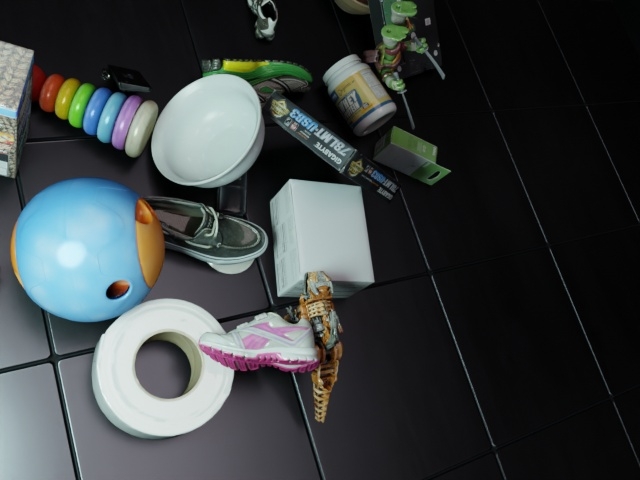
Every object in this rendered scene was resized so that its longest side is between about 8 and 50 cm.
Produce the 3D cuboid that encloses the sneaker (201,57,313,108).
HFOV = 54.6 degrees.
[{"bbox_3d":[-0.168,-0.418,1.684,0.343,0.134,0.146,-11,111,-37],"label":"sneaker"}]

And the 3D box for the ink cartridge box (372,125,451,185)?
[{"bbox_3d":[0.271,-0.245,1.822,0.209,0.109,0.062,22,62,-17],"label":"ink cartridge box"}]

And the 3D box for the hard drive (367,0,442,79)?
[{"bbox_3d":[0.261,-0.689,1.938,0.237,0.064,0.339,-27,115,-32],"label":"hard drive"}]

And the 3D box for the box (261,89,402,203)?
[{"bbox_3d":[0.032,-0.227,1.548,0.295,0.073,0.293,40,9,28],"label":"box"}]

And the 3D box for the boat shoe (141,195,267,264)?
[{"bbox_3d":[-0.277,-0.024,1.430,0.335,0.119,0.121,8,66,-18],"label":"boat shoe"}]

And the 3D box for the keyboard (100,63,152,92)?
[{"bbox_3d":[-0.476,-0.389,1.492,0.108,0.023,0.180,5,24,-30],"label":"keyboard"}]

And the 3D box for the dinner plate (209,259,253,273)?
[{"bbox_3d":[-0.223,0.013,1.519,0.141,0.017,0.141,9,67,-23],"label":"dinner plate"}]

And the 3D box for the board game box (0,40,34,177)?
[{"bbox_3d":[-0.709,-0.272,1.228,0.232,0.291,0.141,13,64,-22],"label":"board game box"}]

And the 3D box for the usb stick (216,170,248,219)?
[{"bbox_3d":[-0.222,-0.182,1.585,0.077,0.045,0.278,6,67,-15],"label":"usb stick"}]

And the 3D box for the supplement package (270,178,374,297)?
[{"bbox_3d":[0.000,0.000,1.561,0.204,0.145,0.262,3,68,-25],"label":"supplement package"}]

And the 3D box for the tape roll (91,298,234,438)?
[{"bbox_3d":[-0.331,0.269,1.308,0.286,0.100,0.286,10,66,-23],"label":"tape roll"}]

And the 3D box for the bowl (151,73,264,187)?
[{"bbox_3d":[-0.248,-0.242,1.506,0.134,0.297,0.298,44,42,-59],"label":"bowl"}]

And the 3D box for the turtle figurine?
[{"bbox_3d":[0.253,-0.523,1.765,0.197,0.266,0.275,-36,68,-11],"label":"turtle figurine"}]

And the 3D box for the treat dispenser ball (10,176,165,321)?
[{"bbox_3d":[-0.457,0.017,1.235,0.288,0.288,0.288,10,65,-23],"label":"treat dispenser ball"}]

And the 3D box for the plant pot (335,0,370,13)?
[{"bbox_3d":[0.113,-0.804,1.976,0.237,0.110,0.237,11,64,-24],"label":"plant pot"}]

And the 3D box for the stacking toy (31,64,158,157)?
[{"bbox_3d":[-0.554,-0.317,1.433,0.330,0.141,0.141,22,61,-10],"label":"stacking toy"}]

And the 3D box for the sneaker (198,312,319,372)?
[{"bbox_3d":[-0.126,0.208,1.301,0.252,0.103,0.111,6,61,-6],"label":"sneaker"}]

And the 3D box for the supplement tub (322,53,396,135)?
[{"bbox_3d":[0.111,-0.418,1.792,0.144,0.144,0.200,-31,85,-33],"label":"supplement tub"}]

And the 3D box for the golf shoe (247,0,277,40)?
[{"bbox_3d":[-0.159,-0.681,1.798,0.077,0.094,0.198,-7,71,-28],"label":"golf shoe"}]

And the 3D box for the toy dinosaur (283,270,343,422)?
[{"bbox_3d":[-0.023,0.233,1.391,0.164,0.218,0.322,19,78,-27],"label":"toy dinosaur"}]
